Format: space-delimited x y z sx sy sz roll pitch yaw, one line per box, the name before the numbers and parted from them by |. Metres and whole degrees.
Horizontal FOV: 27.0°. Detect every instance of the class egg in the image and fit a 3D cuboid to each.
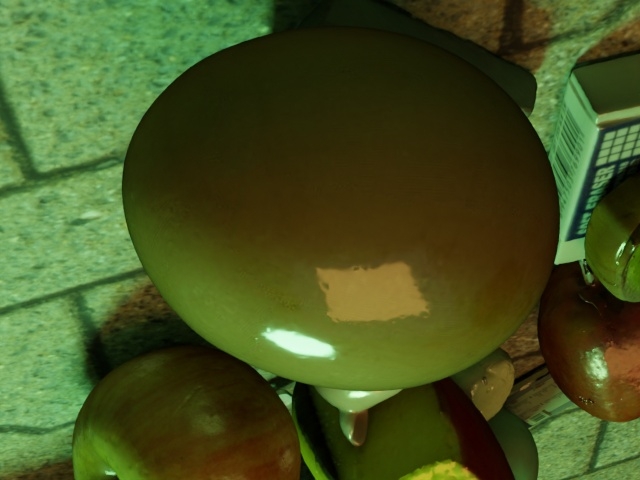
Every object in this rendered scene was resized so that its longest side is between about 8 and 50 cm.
egg | 0.212 0.354 1.996 0.202 0.203 0.283 3 142 -32
egg | 0.021 -0.028 1.106 0.373 0.301 0.301 13 135 -33

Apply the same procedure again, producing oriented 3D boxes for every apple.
apple | -0.159 0.263 1.597 0.233 0.286 0.286 -18 152 -38

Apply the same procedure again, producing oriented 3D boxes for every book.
book | 0.380 0.216 2.056 0.231 0.026 0.157 -32 148 18

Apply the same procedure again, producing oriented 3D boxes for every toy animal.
toy animal | 0.032 0.113 1.593 0.149 0.165 0.248 -15 141 1

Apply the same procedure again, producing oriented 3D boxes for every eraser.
eraser | 0.083 -0.151 1.304 0.352 0.077 0.111 16 132 -43
eraser | 0.329 -0.090 1.523 0.124 0.081 0.279 -14 147 -11

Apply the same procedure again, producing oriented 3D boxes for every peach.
peach | 0.122 0.313 1.760 0.242 0.306 0.380 -26 108 0

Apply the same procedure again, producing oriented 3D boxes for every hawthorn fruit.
hawthorn fruit | 0.374 0.103 1.732 0.211 0.211 0.299 -28 136 11

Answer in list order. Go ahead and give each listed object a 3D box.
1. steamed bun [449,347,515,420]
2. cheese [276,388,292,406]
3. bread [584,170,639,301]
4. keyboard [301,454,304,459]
steamed bun | 0.213 0.192 1.861 0.112 0.091 0.130 -36 144 -18
cheese | -0.148 0.268 1.813 0.255 0.050 0.127 -27 146 11
bread | 0.411 -0.018 1.536 0.236 0.070 0.236 -22 149 -14
keyboard | -0.015 0.310 1.984 0.129 0.015 0.049 15 128 -42
